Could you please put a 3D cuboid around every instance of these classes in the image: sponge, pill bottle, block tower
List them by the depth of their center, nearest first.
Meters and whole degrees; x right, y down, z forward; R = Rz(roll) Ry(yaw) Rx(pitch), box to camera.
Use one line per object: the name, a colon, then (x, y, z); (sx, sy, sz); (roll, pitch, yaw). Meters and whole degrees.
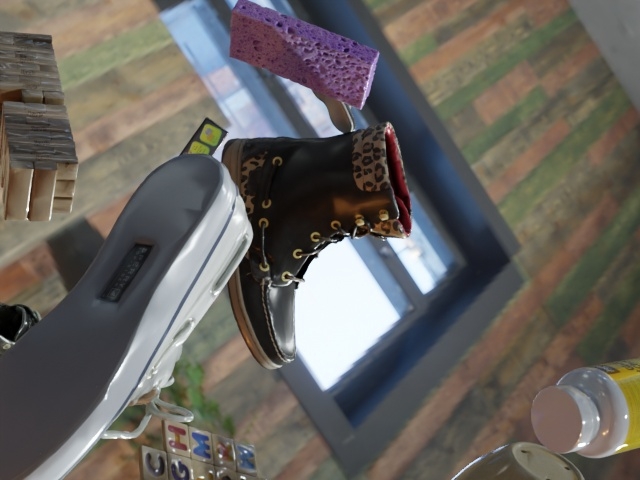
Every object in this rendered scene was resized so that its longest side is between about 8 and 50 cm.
pill bottle: (0.331, 0.192, 1.298); (0.184, 0.103, 0.103); (-4, 165, -37)
block tower: (-0.404, -0.164, 1.576); (0.091, 0.335, 0.097); (2, 131, -22)
sponge: (-0.025, -0.262, 1.593); (0.117, 0.210, 0.031); (107, 6, -65)

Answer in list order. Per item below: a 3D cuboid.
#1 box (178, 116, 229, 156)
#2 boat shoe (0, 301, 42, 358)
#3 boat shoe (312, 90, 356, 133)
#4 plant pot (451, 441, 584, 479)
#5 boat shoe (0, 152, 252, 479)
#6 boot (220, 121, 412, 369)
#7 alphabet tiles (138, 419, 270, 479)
box: (-0.197, -0.053, 1.435); (0.207, 0.036, 0.114); (-57, -171, -17)
boat shoe: (-0.349, 0.113, 1.295); (0.070, 0.077, 0.219); (-41, 141, 17)
boat shoe: (0.028, -0.223, 1.844); (0.038, 0.125, 0.046); (-11, 143, -36)
plant pot: (0.334, 0.447, 1.870); (0.284, 0.284, 0.191); (-47, 159, -70)
boat shoe: (-0.173, 0.102, 1.045); (0.136, 0.156, 0.367); (11, -122, 33)
boot: (0.000, 0.000, 1.788); (0.284, 0.377, 0.138); (-10, 169, 17)
alphabet tiles: (-0.164, 0.443, 1.822); (0.011, 0.285, 0.342); (-26, 146, 28)
